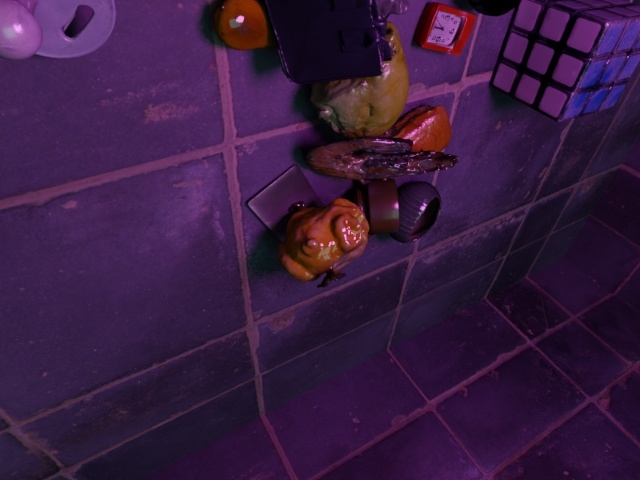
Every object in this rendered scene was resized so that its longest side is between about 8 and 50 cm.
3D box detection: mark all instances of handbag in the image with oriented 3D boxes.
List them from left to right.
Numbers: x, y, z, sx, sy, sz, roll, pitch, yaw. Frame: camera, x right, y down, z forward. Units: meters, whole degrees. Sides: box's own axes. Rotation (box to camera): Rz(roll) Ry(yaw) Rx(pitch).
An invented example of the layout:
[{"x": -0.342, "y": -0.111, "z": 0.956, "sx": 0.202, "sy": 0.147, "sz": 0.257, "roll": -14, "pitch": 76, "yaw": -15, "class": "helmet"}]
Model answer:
[{"x": 0.023, "y": -0.486, "z": 0.842, "sx": 0.118, "sy": 0.269, "sz": 0.325, "roll": -60, "pitch": 145, "yaw": -38, "class": "handbag"}]

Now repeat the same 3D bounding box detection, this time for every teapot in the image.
[{"x": 0.167, "y": -0.123, "z": 1.448, "sx": 0.175, "sy": 0.185, "sz": 0.267, "roll": -5, "pitch": 113, "yaw": 3, "class": "teapot"}]

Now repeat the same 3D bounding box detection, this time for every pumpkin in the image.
[{"x": 0.459, "y": -0.691, "z": 1.125, "sx": 0.202, "sy": 0.140, "sz": 0.202, "roll": -15, "pitch": 115, "yaw": -34, "class": "pumpkin"}]

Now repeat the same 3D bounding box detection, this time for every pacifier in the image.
[{"x": -0.464, "y": -0.350, "z": 0.641, "sx": 0.238, "sy": 0.225, "sz": 0.287, "roll": -32, "pitch": 145, "yaw": 22, "class": "pacifier"}]

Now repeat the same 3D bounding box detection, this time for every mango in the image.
[{"x": -0.149, "y": -0.452, "z": 0.915, "sx": 0.161, "sy": 0.076, "sz": 0.103, "roll": -7, "pitch": 128, "yaw": -40, "class": "mango"}]

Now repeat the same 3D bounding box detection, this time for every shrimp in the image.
[{"x": 0.180, "y": -0.240, "z": 1.224, "sx": 0.445, "sy": 0.085, "sz": 0.272, "roll": 0, "pitch": 171, "yaw": -3, "class": "shrimp"}]

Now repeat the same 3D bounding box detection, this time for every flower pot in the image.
[{"x": 0.340, "y": -0.106, "z": 1.608, "sx": 0.189, "sy": 0.157, "sz": 0.243, "roll": 8, "pitch": 124, "yaw": -43, "class": "flower pot"}]

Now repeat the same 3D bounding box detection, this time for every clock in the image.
[{"x": 0.341, "y": -0.586, "z": 1.201, "sx": 0.155, "sy": 0.061, "sz": 0.113, "roll": -5, "pitch": 131, "yaw": -32, "class": "clock"}]

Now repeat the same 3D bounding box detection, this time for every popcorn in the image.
[{"x": 0.000, "y": 0.000, "z": 1.348, "sx": 0.297, "sy": 0.281, "sz": 0.316, "roll": -29, "pitch": 176, "yaw": -18, "class": "popcorn"}]

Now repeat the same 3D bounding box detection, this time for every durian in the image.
[{"x": 0.109, "y": -0.391, "z": 1.111, "sx": 0.256, "sy": 0.204, "sz": 0.340, "roll": -25, "pitch": 153, "yaw": 16, "class": "durian"}]

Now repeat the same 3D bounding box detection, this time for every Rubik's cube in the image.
[{"x": 0.788, "y": -0.592, "z": 1.367, "sx": 0.305, "sy": 0.303, "sz": 0.301, "roll": -20, "pitch": 138, "yaw": -26, "class": "Rubik's cube"}]

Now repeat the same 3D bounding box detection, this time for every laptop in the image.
[{"x": -0.095, "y": -0.103, "z": 1.365, "sx": 0.188, "sy": 0.015, "sz": 0.269, "roll": -38, "pitch": 143, "yaw": -1, "class": "laptop"}]

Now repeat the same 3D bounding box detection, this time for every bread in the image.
[{"x": 0.298, "y": -0.321, "z": 1.385, "sx": 0.246, "sy": 0.121, "sz": 0.174, "roll": -32, "pitch": 144, "yaw": -2, "class": "bread"}]
